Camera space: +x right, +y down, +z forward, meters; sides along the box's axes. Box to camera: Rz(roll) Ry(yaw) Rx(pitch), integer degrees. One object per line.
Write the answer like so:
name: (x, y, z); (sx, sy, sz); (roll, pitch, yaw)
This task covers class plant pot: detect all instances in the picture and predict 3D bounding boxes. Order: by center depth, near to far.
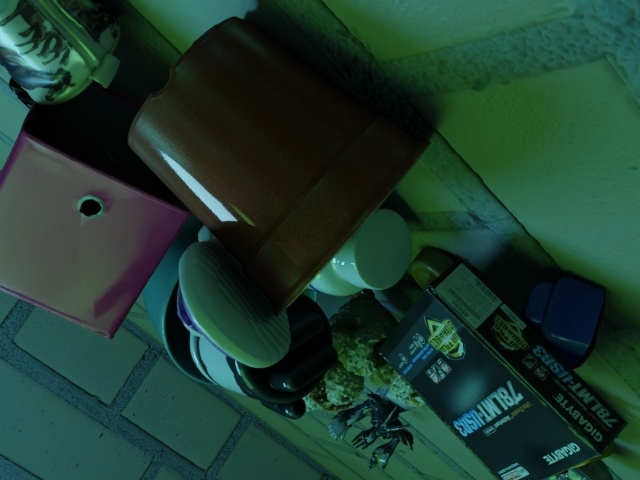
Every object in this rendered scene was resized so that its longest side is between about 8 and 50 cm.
plant pot: (-0.061, -0.099, 1.026); (0.265, 0.272, 0.272); (41, 160, -1)
plant pot: (-0.190, 0.076, 1.585); (0.293, 0.293, 0.235); (49, 171, -38)

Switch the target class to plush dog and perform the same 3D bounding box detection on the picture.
plush dog: (0.036, 0.203, 1.518); (0.211, 0.225, 0.262); (54, -174, 33)

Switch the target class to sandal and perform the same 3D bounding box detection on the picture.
sandal: (-0.122, 0.078, 1.098); (0.169, 0.102, 0.416); (48, -173, -8)

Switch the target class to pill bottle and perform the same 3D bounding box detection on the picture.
pill bottle: (0.000, 0.000, 1.294); (0.272, 0.152, 0.152); (7, 148, 49)

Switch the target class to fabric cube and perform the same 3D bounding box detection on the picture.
fabric cube: (-0.352, -0.061, 1.318); (0.254, 0.258, 0.259); (27, -154, -19)

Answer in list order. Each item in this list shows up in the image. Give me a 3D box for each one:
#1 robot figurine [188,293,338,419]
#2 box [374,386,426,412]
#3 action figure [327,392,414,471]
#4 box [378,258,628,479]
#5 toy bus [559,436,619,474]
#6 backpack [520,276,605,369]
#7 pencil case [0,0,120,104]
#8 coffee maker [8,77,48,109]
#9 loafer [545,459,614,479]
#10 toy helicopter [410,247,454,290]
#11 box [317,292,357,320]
robot figurine: (-0.094, 0.159, 1.358); (0.173, 0.209, 0.278); (15, 173, -32)
box: (0.188, 0.321, 1.896); (0.063, 0.067, 0.324); (34, 161, -1)
action figure: (0.110, 0.431, 1.974); (0.164, 0.141, 0.276); (45, 161, 0)
box: (0.232, 0.199, 1.220); (0.293, 0.073, 0.295); (48, 156, 11)
toy bus: (0.437, 0.325, 1.464); (0.104, 0.202, 0.191); (-27, 116, 32)
backpack: (0.314, 0.110, 1.158); (0.101, 0.098, 0.120); (22, 156, 16)
pencil case: (-0.418, -0.351, 1.082); (0.183, 0.160, 0.410); (30, 165, 49)
coffee maker: (-0.400, -0.221, 1.462); (0.171, 0.120, 0.178); (-4, 147, 20)
loafer: (0.398, 0.372, 1.635); (0.319, 0.112, 0.111); (41, -151, 23)
toy helicopter: (0.214, 0.142, 1.401); (0.235, 0.140, 0.355); (24, 150, 47)
box: (0.048, 0.170, 1.710); (0.170, 0.091, 0.130); (17, 156, 35)
